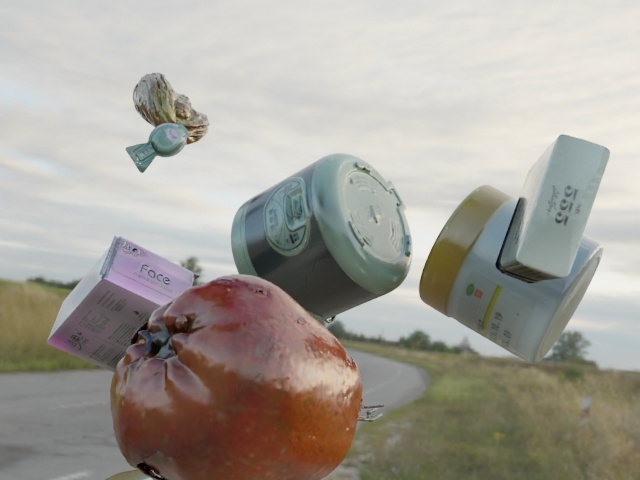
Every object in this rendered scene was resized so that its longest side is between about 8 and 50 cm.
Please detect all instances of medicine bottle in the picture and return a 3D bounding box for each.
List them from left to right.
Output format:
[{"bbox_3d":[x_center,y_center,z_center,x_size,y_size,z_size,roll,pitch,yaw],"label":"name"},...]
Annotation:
[{"bbox_3d":[0.324,0.058,1.432,0.232,0.238,0.238,32,3,23],"label":"medicine bottle"}]

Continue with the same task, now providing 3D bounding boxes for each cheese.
[{"bbox_3d":[-0.309,-0.184,1.610,0.121,0.067,0.026,-33,-5,-11],"label":"cheese"}]

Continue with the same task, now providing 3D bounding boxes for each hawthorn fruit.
[{"bbox_3d":[-0.052,0.154,0.822,0.299,0.211,0.211,23,-15,-34],"label":"hawthorn fruit"}]

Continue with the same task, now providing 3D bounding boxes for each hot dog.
[{"bbox_3d":[-0.380,-0.327,2.113,0.196,0.122,0.272,42,-4,-26],"label":"hot dog"}]

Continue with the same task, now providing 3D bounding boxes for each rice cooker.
[{"bbox_3d":[-0.003,0.001,1.534,0.277,0.288,0.288,-25,-25,33],"label":"rice cooker"}]

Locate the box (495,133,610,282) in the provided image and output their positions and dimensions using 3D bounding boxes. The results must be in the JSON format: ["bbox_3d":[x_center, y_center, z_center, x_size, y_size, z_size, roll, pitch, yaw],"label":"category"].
[{"bbox_3d":[0.294,-0.031,1.094,0.071,0.168,0.259,19,-1,9],"label":"box"}]

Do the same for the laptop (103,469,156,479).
[{"bbox_3d":[-0.292,0.339,1.103,0.188,0.015,0.269,-21,-4,-39],"label":"laptop"}]

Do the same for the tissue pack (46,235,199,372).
[{"bbox_3d":[-0.325,0.110,1.355,0.149,0.092,0.246,29,-43,-22],"label":"tissue pack"}]
